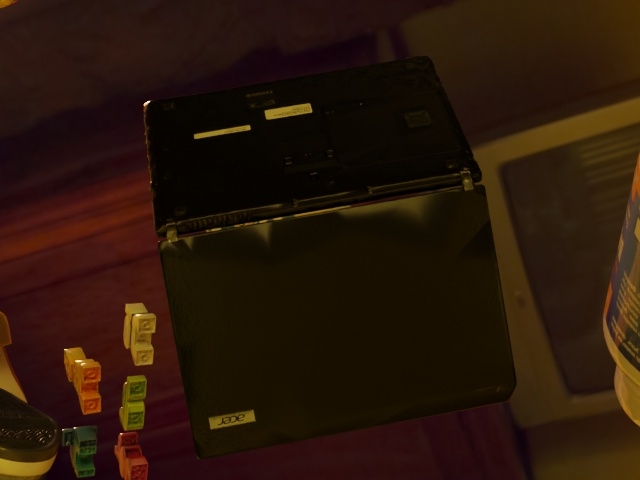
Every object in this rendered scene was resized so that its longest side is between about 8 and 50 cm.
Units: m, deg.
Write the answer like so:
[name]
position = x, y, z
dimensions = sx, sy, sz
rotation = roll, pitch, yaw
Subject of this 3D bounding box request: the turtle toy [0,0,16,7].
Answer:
[turtle toy]
position = -0.313, -0.263, 1.170
dimensions = 0.095, 0.066, 0.130
rotation = 50, 39, -2

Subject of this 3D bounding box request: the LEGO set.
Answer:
[LEGO set]
position = -0.237, 0.165, 1.317
dimensions = 0.093, 0.087, 0.227
rotation = -133, -134, -55

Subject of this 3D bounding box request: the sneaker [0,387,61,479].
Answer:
[sneaker]
position = -0.350, 0.245, 1.198
dimensions = 0.295, 0.124, 0.178
rotation = 10, -92, 62

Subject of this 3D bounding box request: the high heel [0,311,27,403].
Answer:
[high heel]
position = -0.411, 0.164, 1.439
dimensions = 0.117, 0.082, 0.244
rotation = 29, -50, 41

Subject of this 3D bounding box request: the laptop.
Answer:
[laptop]
position = 0.000, 0.000, 0.908
dimensions = 0.264, 0.234, 0.136
rotation = -105, -173, -49

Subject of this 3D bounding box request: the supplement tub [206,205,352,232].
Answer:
[supplement tub]
position = -0.028, 0.003, 1.328
dimensions = 0.199, 0.144, 0.144
rotation = 43, -8, 34

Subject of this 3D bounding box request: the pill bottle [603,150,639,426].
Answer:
[pill bottle]
position = 0.296, 0.033, 0.916
dimensions = 0.272, 0.152, 0.152
rotation = 89, -3, -47
